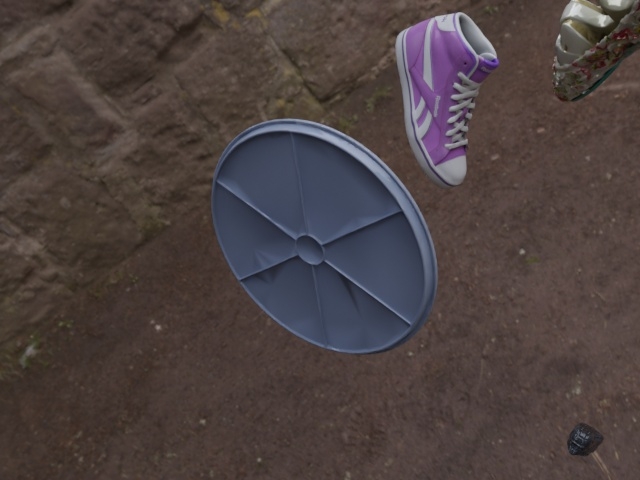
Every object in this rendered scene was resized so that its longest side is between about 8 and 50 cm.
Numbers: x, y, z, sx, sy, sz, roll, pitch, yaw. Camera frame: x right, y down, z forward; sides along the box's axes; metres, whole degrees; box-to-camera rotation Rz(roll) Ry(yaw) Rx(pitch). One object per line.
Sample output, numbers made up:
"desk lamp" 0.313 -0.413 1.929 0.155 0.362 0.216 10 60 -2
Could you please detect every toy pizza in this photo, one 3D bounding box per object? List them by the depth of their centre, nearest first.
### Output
"toy pizza" 0.000 0.000 0.498 0.201 0.201 0.032 0 28 38

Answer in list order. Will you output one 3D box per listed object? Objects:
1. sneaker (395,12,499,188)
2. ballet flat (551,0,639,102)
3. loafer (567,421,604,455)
"sneaker" 0.221 -0.226 1.058 0.102 0.282 0.161 -25 14 -40
"ballet flat" 0.271 -0.209 0.593 0.091 0.077 0.241 -66 7 -20
"loafer" 0.724 0.552 1.785 0.076 0.223 0.078 33 97 33
